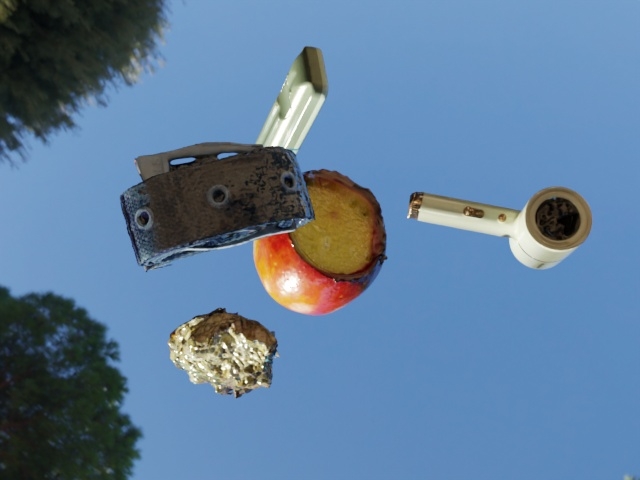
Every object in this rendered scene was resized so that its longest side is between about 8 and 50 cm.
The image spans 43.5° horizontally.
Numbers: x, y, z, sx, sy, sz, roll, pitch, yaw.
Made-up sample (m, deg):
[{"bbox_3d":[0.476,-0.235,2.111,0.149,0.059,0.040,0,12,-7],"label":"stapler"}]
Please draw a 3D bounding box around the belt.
[{"bbox_3d":[-0.124,-0.053,0.940,0.218,0.122,0.129,-14,-98,-9],"label":"belt"}]

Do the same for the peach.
[{"bbox_3d":[0.000,0.000,1.109,0.196,0.190,0.226,-27,-168,-6],"label":"peach"}]

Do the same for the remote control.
[{"bbox_3d":[-0.070,-0.243,1.633,0.065,0.335,0.128,6,-124,-21],"label":"remote control"}]

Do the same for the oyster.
[{"bbox_3d":[-0.162,0.208,1.437,0.259,0.198,0.092,-30,-145,31],"label":"oyster"}]

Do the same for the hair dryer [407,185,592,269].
[{"bbox_3d":[0.329,-0.043,1.577,0.361,0.203,0.128,11,-100,7],"label":"hair dryer"}]
